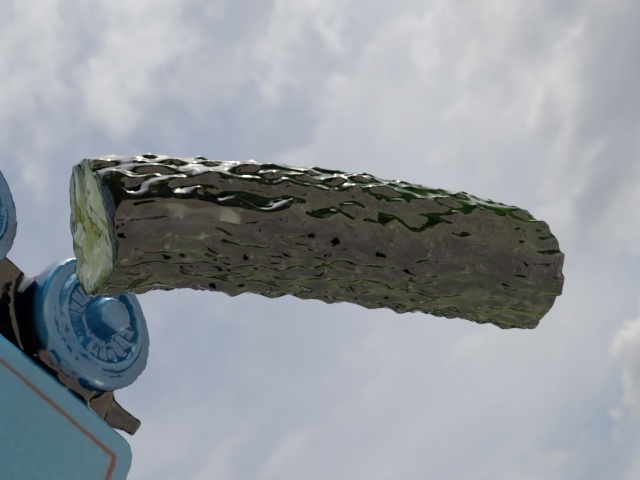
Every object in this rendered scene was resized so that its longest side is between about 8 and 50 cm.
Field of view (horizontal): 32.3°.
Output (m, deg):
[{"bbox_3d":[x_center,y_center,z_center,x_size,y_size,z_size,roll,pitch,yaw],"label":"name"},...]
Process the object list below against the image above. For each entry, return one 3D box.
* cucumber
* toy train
[{"bbox_3d":[0.000,0.000,0.416,0.187,0.058,0.058,7,-75,-22],"label":"cucumber"},{"bbox_3d":[-0.266,0.097,0.759,0.300,0.188,0.265,48,-146,-30],"label":"toy train"}]
